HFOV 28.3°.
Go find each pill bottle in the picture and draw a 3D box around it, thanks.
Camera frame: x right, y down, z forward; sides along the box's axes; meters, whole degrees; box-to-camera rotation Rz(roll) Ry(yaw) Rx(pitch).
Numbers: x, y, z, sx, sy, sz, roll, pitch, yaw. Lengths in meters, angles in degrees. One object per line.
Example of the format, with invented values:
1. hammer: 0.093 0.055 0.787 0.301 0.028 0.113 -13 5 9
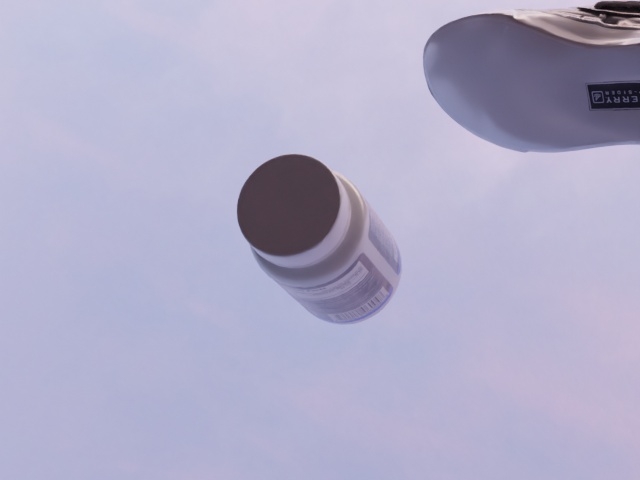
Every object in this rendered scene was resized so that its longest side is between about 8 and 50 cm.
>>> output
1. pill bottle: 0.000 0.000 0.801 0.078 0.137 0.078 -6 -110 15

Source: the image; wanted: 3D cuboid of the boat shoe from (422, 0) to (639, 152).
1. boat shoe: 0.218 -0.130 0.938 0.301 0.108 0.102 5 -154 41
